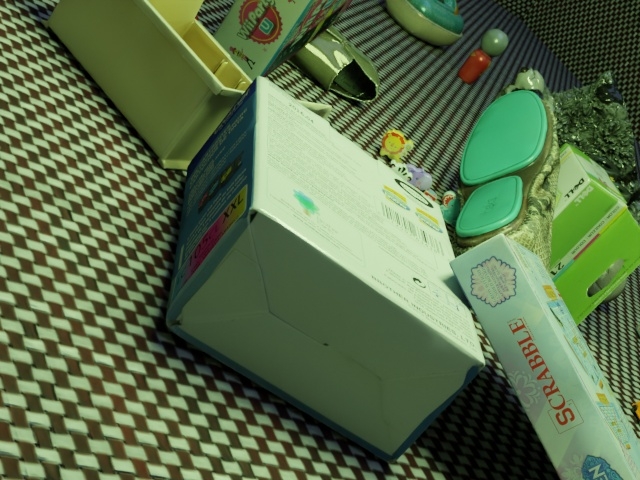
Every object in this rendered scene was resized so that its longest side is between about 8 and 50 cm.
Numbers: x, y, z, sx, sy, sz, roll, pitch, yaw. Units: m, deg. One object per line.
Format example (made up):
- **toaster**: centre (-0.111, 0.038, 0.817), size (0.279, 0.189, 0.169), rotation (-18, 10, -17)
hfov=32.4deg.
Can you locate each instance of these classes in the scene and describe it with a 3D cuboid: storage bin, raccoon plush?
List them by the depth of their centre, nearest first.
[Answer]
- **storage bin**: centre (-0.154, -0.212, 1.334), size (0.262, 0.123, 0.260), rotation (48, 23, 20)
- **raccoon plush**: centre (0.540, -0.174, 2.441), size (0.216, 0.299, 0.447), rotation (-3, 78, -81)

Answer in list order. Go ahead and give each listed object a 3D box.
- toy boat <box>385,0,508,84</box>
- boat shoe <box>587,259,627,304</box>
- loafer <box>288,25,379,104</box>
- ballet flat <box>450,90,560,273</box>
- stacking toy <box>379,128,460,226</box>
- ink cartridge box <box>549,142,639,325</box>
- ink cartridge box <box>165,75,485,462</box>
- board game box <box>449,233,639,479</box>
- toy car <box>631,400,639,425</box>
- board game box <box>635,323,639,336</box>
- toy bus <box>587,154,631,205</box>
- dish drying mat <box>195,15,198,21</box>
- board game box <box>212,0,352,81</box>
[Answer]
- **toy boat**: centre (0.319, -0.536, 2.721), size (0.318, 0.148, 0.267), rotation (48, 22, 21)
- **boat shoe**: centre (0.440, -0.027, 1.963), size (0.116, 0.123, 0.324), rotation (66, -2, -68)
- **loafer**: centre (0.013, -0.307, 1.837), size (0.251, 0.094, 0.087), rotation (25, 21, -34)
- **ballet flat**: centre (0.290, -0.051, 1.656), size (0.182, 0.164, 0.483), rotation (62, 25, -23)
- **stacking toy**: centre (0.180, -0.074, 1.714), size (0.221, 0.052, 0.167), rotation (37, 22, -10)
- **ink cartridge box**: centre (0.398, -0.011, 1.762), size (0.097, 0.189, 0.255), rotation (32, 23, -22)
- **ink cartridge box**: centre (0.000, 0.000, 1.131), size (0.270, 0.151, 0.395), rotation (35, 23, -19)
- **board game box**: centre (0.262, 0.157, 1.169), size (0.318, 0.066, 0.318), rotation (64, 14, 13)
- **toy car**: centre (0.507, 0.273, 1.589), size (0.122, 0.040, 0.060), rotation (38, 21, -5)
- **board game box**: centre (0.634, 0.227, 1.864), size (0.194, 0.060, 0.194), rotation (38, 22, -5)
- **toy bus**: centre (0.464, -0.091, 2.119), size (0.211, 0.149, 0.220), rotation (20, 28, -13)
- **dish drying mat**: centre (-0.192, -0.327, 1.654), size (0.032, 0.008, 0.083), rotation (26, 25, -34)
- **board game box**: centre (-0.019, -0.377, 1.632), size (0.097, 0.224, 0.303), rotation (42, 41, 2)
